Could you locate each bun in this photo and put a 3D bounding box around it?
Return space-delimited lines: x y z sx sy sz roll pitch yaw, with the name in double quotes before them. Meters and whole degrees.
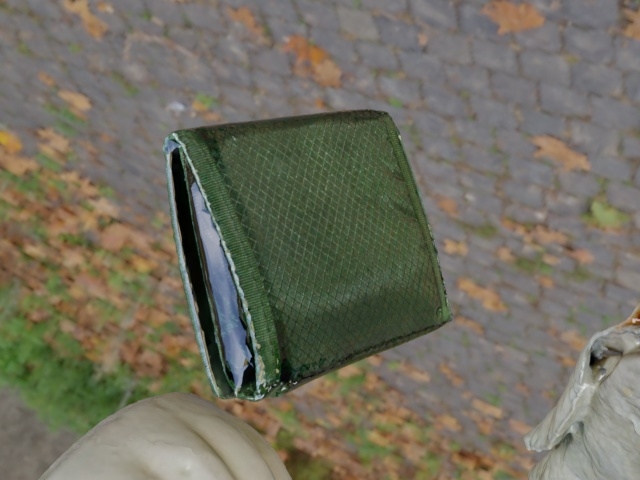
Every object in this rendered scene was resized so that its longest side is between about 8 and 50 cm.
"bun" -0.068 0.227 0.668 0.175 0.263 0.263 23 161 22

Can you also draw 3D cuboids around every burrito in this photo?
"burrito" 0.172 0.095 0.618 0.117 0.076 0.392 12 154 3

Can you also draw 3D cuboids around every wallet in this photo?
"wallet" -0.002 0.001 0.770 0.055 0.160 0.236 -13 180 33
